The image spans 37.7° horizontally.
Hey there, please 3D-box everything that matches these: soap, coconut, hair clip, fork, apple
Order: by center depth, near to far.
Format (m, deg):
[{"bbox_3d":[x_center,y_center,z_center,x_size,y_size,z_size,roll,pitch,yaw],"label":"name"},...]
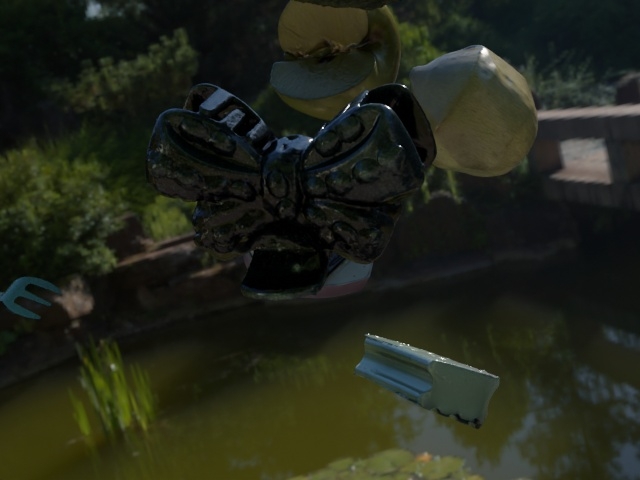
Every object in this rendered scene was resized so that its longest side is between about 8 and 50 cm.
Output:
[{"bbox_3d":[-0.303,0.050,0.874,0.235,0.021,0.039,-1,44,52],"label":"fork"},{"bbox_3d":[-0.031,-0.060,1.030,0.310,0.206,0.194,2,28,17],"label":"hair clip"},{"bbox_3d":[0.231,-0.204,1.487,0.224,0.224,0.224,-15,9,2],"label":"coconut"},{"bbox_3d":[0.173,0.228,1.586,0.150,0.094,0.261,24,-4,-24],"label":"soap"},{"bbox_3d":[0.042,-0.406,2.069,0.257,0.295,0.233,-7,-10,39],"label":"apple"}]

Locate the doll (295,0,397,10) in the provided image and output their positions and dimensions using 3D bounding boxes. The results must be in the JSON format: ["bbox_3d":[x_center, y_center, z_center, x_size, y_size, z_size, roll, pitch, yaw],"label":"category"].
[{"bbox_3d":[-0.006,-0.368,0.990,0.247,0.248,0.349,-10,-14,33],"label":"doll"}]

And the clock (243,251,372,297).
[{"bbox_3d":[0.000,0.000,1.294,0.198,0.172,0.064,-41,-19,-33],"label":"clock"}]
